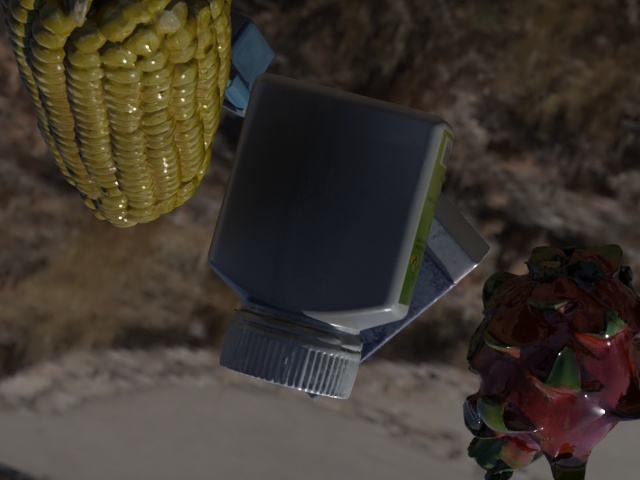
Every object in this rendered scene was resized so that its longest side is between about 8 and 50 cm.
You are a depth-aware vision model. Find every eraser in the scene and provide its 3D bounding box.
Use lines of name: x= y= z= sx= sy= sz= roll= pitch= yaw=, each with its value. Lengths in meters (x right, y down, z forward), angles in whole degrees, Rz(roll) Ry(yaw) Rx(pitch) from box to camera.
eraser: x=0.039 y=0.043 z=1.593 sx=0.092 sy=0.046 sz=0.212 roll=48 pitch=119 yaw=-1

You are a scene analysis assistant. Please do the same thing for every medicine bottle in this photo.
medicine bottle: x=0.000 y=0.000 z=1.188 sx=0.132 sy=0.189 sz=0.088 roll=15 pitch=179 yaw=9

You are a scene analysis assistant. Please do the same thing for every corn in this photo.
corn: x=-0.105 y=-0.098 z=1.002 sx=0.119 sy=0.119 sz=0.322 roll=20 pitch=161 yaw=7

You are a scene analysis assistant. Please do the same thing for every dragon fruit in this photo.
dragon fruit: x=0.160 y=0.107 z=1.311 sx=0.135 sy=0.236 sz=0.137 roll=20 pitch=-152 yaw=-6

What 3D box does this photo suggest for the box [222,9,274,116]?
box: x=-0.083 y=-0.140 z=1.331 sx=0.099 sy=0.054 sz=0.074 roll=30 pitch=168 yaw=27
